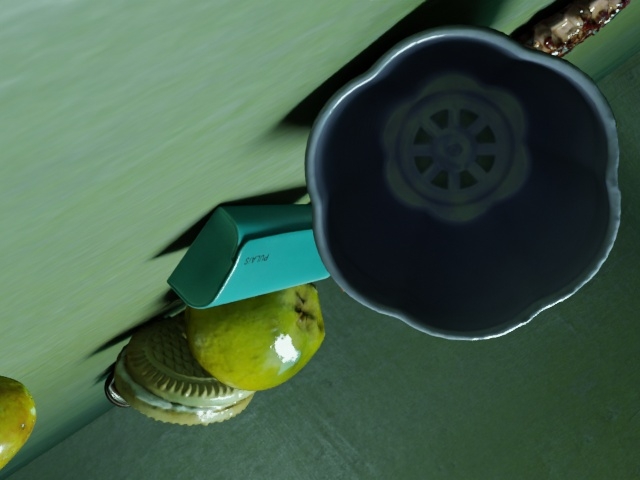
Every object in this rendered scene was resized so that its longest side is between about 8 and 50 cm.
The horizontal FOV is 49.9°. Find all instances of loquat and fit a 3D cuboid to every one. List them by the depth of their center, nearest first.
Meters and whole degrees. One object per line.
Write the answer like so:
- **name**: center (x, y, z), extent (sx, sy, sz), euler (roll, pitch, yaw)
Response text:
- **loquat**: center (-0.123, 0.130, 1.074), extent (0.246, 0.214, 0.213), euler (-13, -175, 26)

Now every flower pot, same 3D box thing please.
- **flower pot**: center (0.138, -0.072, 0.671), extent (0.265, 0.265, 0.243), euler (-36, -174, 21)

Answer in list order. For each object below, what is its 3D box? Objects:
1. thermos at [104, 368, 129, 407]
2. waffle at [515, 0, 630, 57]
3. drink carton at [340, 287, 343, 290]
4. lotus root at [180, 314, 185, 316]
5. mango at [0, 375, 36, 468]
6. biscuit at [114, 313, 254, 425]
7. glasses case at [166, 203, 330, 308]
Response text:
- **thermos**: center (-0.396, 0.287, 1.489), extent (0.232, 0.098, 0.124), euler (-43, -153, 52)
- **waffle**: center (0.305, -0.264, 0.942), extent (0.221, 0.055, 0.234), euler (-34, 180, -5)
- **drink carton**: center (0.122, -0.002, 1.689), extent (0.111, 0.155, 0.351), euler (-31, 175, -29)
- **lotus root**: center (-0.263, 0.231, 1.430), extent (0.140, 0.154, 0.257), euler (-39, 180, -13)
- **mango**: center (-0.370, 0.192, 0.606), extent (0.232, 0.111, 0.125), euler (-17, 153, -30)
- **biscuit**: center (-0.217, 0.211, 1.171), extent (0.259, 0.259, 0.079), euler (-27, 135, -56)
- **glasses case**: center (-0.053, 0.015, 0.868), extent (0.117, 0.070, 0.301), euler (-53, 160, 20)
